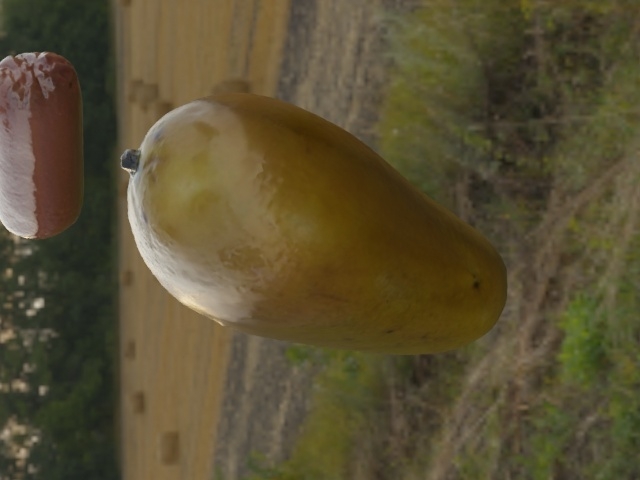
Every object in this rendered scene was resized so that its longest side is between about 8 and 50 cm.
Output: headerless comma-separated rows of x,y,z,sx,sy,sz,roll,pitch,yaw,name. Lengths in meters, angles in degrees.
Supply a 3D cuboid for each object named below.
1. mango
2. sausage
-0.003,-0.001,0.494,0.115,0.178,0.090,10,82,42,mango
-0.191,-0.062,0.808,0.154,0.062,0.062,104,162,-51,sausage
